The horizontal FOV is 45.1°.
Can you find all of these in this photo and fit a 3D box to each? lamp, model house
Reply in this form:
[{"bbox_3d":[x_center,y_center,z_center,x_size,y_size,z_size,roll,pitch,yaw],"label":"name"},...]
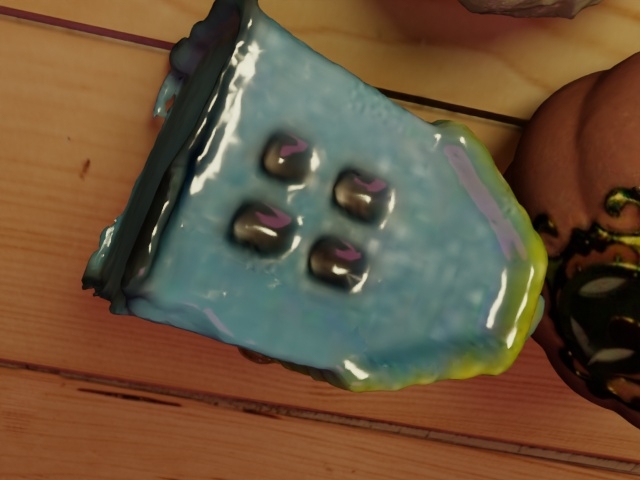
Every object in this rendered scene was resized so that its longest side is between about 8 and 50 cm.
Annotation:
[{"bbox_3d":[0.284,0.000,0.578,0.305,0.239,0.305,31,136,36],"label":"lamp"},{"bbox_3d":[0.000,0.000,0.565,0.303,0.215,0.237,29,170,-20],"label":"model house"}]

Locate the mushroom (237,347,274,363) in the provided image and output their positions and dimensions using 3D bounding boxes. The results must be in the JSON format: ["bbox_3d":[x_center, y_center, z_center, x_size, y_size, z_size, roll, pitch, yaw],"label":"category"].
[{"bbox_3d":[-0.076,0.030,0.743,0.108,0.096,0.247,-18,134,12],"label":"mushroom"}]

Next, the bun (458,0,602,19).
[{"bbox_3d":[0.137,-0.223,0.435,0.231,0.133,0.231,2,134,2],"label":"bun"}]
